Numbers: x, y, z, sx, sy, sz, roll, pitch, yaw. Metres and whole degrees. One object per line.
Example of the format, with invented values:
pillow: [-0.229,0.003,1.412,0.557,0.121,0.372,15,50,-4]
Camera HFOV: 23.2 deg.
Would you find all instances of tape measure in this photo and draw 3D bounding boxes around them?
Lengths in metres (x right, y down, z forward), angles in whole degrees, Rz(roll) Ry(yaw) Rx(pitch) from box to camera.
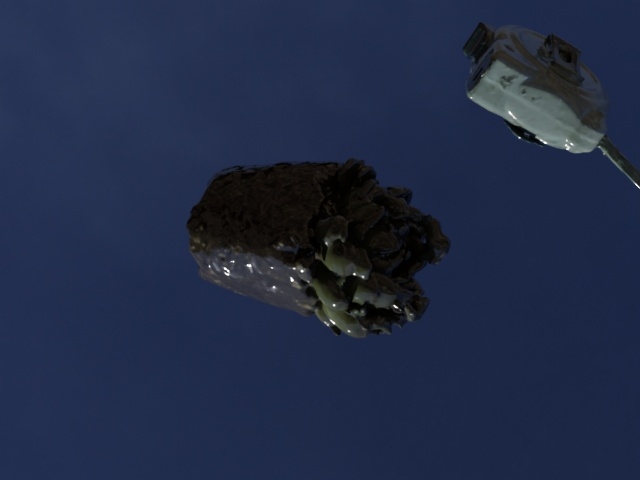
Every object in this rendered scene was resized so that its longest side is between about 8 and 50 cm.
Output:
tape measure: [0.290,-0.115,1.575,0.330,0.084,0.164,28,-148,-17]

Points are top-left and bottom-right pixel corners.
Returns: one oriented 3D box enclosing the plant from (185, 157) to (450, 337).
plant: [0.000,0.000,0.890,0.143,0.092,0.094,13,-131,23]
